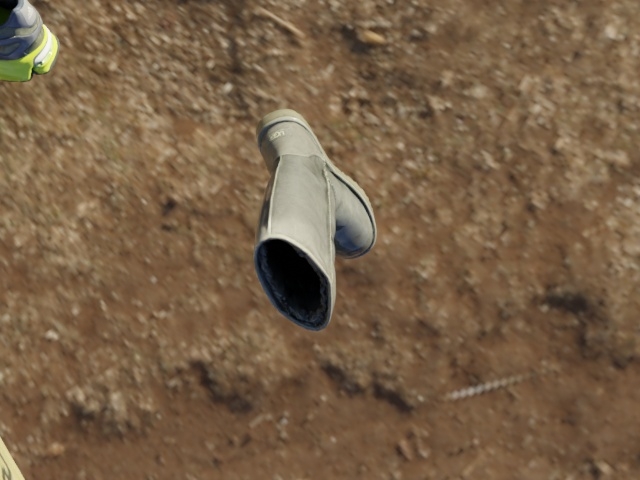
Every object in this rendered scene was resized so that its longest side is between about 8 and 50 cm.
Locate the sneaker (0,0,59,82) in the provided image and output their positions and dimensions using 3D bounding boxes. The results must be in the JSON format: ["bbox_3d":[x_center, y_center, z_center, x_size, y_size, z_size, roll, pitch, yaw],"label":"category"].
[{"bbox_3d":[-0.485,-0.290,1.891,0.300,0.111,0.121,6,148,5],"label":"sneaker"}]

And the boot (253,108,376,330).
[{"bbox_3d":[-0.001,0.002,1.291,0.076,0.208,0.189,-32,124,13],"label":"boot"}]

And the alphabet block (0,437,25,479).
[{"bbox_3d":[-0.331,0.244,1.160,0.192,0.193,0.197,-22,125,-1],"label":"alphabet block"}]
